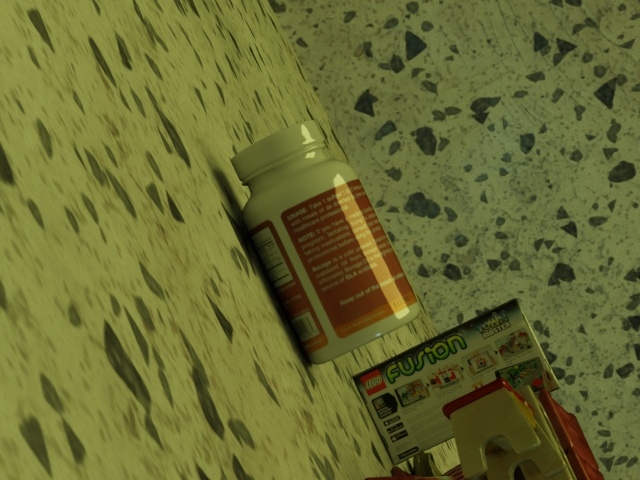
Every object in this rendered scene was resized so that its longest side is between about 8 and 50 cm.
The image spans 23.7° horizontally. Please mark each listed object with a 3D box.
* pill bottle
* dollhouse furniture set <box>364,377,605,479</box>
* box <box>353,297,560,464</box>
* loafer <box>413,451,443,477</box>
[{"bbox_3d":[0.000,0.000,1.465,0.216,0.121,0.121,65,6,2],"label":"pill bottle"},{"bbox_3d":[0.156,0.234,1.550,0.374,0.201,0.152,44,21,-56],"label":"dollhouse furniture set"},{"bbox_3d":[0.154,0.159,1.725,0.114,0.207,0.036,65,6,6],"label":"box"},{"bbox_3d":[0.157,0.319,1.844,0.148,0.050,0.056,66,6,17],"label":"loafer"}]
